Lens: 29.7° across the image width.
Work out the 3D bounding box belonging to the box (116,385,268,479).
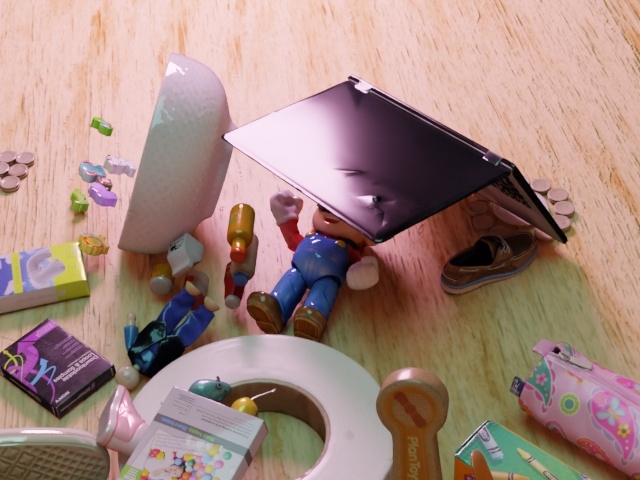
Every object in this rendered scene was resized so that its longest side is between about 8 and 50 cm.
[{"bbox_3d":[-0.175,0.296,1.583,0.145,0.038,0.186,18,60,22],"label":"box"}]

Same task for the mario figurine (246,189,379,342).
[{"bbox_3d":[0.000,0.000,1.931,0.198,0.170,0.320,35,54,-8],"label":"mario figurine"}]

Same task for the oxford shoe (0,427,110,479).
[{"bbox_3d":[-0.512,0.315,1.637,0.450,0.169,0.130,-11,31,-3],"label":"oxford shoe"}]

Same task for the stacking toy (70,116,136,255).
[{"bbox_3d":[-0.385,-0.097,2.062,0.052,0.167,0.221,10,25,-29],"label":"stacking toy"}]

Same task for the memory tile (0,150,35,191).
[{"bbox_3d":[-0.615,-0.132,2.253,0.148,0.012,0.113,5,42,10],"label":"memory tile"}]

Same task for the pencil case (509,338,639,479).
[{"bbox_3d":[0.410,0.245,1.667,0.284,0.124,0.124,31,52,32],"label":"pencil case"}]

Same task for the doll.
[{"bbox_3d":[-0.245,0.151,1.847,0.129,0.046,0.189,39,76,6],"label":"doll"}]

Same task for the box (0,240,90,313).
[{"bbox_3d":[-0.478,0.062,2.000,0.178,0.042,0.109,-12,42,-10],"label":"box"}]

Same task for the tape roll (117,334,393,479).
[{"bbox_3d":[-0.085,0.291,1.689,0.392,0.072,0.392,-2,41,2],"label":"tape roll"}]

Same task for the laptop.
[{"bbox_3d":[0.127,-0.084,1.947,0.382,0.408,0.236,36,86,39],"label":"laptop"}]

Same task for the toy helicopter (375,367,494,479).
[{"bbox_3d":[0.134,0.309,1.439,0.235,0.355,0.140,2,28,15],"label":"toy helicopter"}]

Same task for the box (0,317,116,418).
[{"bbox_3d":[-0.409,0.194,1.856,0.162,0.029,0.116,29,51,30],"label":"box"}]

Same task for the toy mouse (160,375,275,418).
[{"bbox_3d":[-0.162,0.235,1.681,0.143,0.031,0.161,15,45,20],"label":"toy mouse"}]

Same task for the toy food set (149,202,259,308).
[{"bbox_3d":[-0.174,0.051,1.897,0.232,0.111,0.104,-31,34,28],"label":"toy food set"}]

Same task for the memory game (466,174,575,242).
[{"bbox_3d":[0.346,-0.053,2.088,0.186,0.012,0.186,-3,42,2],"label":"memory game"}]

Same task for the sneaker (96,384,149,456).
[{"bbox_3d":[-0.266,0.253,1.664,0.070,0.051,0.134,28,17,-14],"label":"sneaker"}]

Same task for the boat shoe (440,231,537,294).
[{"bbox_3d":[0.279,0.027,1.959,0.183,0.066,0.066,-27,53,-21],"label":"boat shoe"}]

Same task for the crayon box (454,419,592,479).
[{"bbox_3d":[0.296,0.363,1.506,0.278,0.165,0.081,30,51,32],"label":"crayon box"}]

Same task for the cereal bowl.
[{"bbox_3d":[-0.228,-0.131,2.006,0.141,0.339,0.339,17,41,-9],"label":"cereal bowl"}]
